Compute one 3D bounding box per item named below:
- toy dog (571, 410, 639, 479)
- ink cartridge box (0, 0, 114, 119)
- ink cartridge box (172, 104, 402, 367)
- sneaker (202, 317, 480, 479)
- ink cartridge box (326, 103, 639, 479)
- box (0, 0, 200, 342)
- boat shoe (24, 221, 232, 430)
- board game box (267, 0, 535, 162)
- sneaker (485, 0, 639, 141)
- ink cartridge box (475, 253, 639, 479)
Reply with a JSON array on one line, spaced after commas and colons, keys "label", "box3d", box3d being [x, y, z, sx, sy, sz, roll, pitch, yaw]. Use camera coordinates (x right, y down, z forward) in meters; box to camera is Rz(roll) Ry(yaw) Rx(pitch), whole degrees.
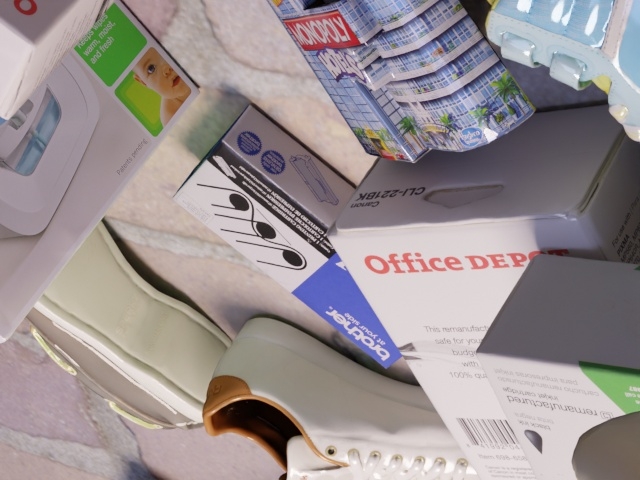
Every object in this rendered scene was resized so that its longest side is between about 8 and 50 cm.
[{"label": "toy dog", "box3d": [0.382, 0.021, 0.764, 0.284, 0.395, 0.408, 48, 122, 36]}, {"label": "ink cartridge box", "box3d": [-0.186, -0.196, 1.061, 0.148, 0.203, 0.086, 36, 144, -3]}, {"label": "ink cartridge box", "box3d": [0.000, 0.000, 1.275, 0.207, 0.046, 0.097, 38, 144, -6]}, {"label": "sneaker", "box3d": [0.040, 0.173, 1.378, 0.290, 0.123, 0.106, 22, 140, 13]}, {"label": "ink cartridge box", "box3d": [0.160, 0.051, 1.154, 0.197, 0.114, 0.273, -4, 131, 39]}, {"label": "box", "box3d": [-0.251, -0.088, 1.184, 0.127, 0.262, 0.231, -19, 118, 46]}, {"label": "boat shoe", "box3d": [-0.197, 0.050, 1.427, 0.305, 0.109, 0.091, 43, 138, -19]}, {"label": "board game box", "box3d": [0.020, -0.139, 1.037, 0.194, 0.060, 0.194, 52, 172, -13]}, {"label": "sneaker", "box3d": [0.193, -0.082, 0.977, 0.208, 0.127, 0.319, 11, 128, 25]}, {"label": "ink cartridge box", "box3d": [0.202, 0.115, 1.020, 0.153, 0.087, 0.208, 5, 137, 39]}]
